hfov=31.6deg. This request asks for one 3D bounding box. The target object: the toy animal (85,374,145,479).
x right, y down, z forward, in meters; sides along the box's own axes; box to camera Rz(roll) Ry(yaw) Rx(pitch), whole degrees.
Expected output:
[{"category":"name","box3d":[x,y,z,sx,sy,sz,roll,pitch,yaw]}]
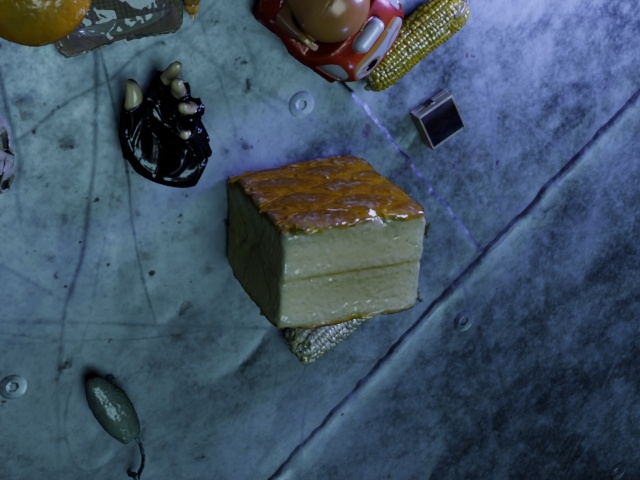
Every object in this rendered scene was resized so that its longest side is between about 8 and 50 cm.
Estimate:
[{"category":"toy animal","box3d":[-0.353,0.339,2.028,0.070,0.079,0.253,-27,123,-12]}]

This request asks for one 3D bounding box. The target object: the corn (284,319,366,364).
[{"category":"corn","box3d":[0.027,0.147,2.131,0.211,0.087,0.087,-36,124,-14]}]

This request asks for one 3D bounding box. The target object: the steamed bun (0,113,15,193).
[{"category":"steamed bun","box3d":[-0.587,-0.124,1.629,0.280,0.207,0.268,39,93,-8]}]

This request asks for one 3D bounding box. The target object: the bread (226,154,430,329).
[{"category":"bread","box3d":[0.000,0.000,1.923,0.279,0.279,0.207,-11,119,-25]}]

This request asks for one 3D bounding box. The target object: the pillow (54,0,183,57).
[{"category":"pillow","box3d":[-0.318,-0.362,1.738,0.211,0.034,0.135,-19,122,-16]}]

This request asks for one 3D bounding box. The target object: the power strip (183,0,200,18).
[{"category":"power strip","box3d":[-0.205,-0.431,1.751,0.028,0.049,0.178,-11,118,-16]}]

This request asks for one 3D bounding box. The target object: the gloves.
[{"category":"gloves","box3d":[-0.240,-0.191,1.800,0.164,0.124,0.203,16,114,-13]}]

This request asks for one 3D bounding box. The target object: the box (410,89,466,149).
[{"category":"box","box3d":[0.215,-0.222,2.070,0.079,0.035,0.083,-35,125,-7]}]

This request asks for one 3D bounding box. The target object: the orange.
[{"category":"orange","box3d":[-0.411,-0.366,1.608,0.177,0.155,0.177,0,110,1]}]

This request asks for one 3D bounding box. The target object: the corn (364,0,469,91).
[{"category":"corn","box3d":[0.161,-0.347,1.958,0.238,0.080,0.080,-38,124,-2]}]

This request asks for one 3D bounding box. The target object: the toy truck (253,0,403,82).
[{"category":"toy truck","box3d":[0.032,-0.354,1.791,0.265,0.239,0.189,34,96,-35]}]
